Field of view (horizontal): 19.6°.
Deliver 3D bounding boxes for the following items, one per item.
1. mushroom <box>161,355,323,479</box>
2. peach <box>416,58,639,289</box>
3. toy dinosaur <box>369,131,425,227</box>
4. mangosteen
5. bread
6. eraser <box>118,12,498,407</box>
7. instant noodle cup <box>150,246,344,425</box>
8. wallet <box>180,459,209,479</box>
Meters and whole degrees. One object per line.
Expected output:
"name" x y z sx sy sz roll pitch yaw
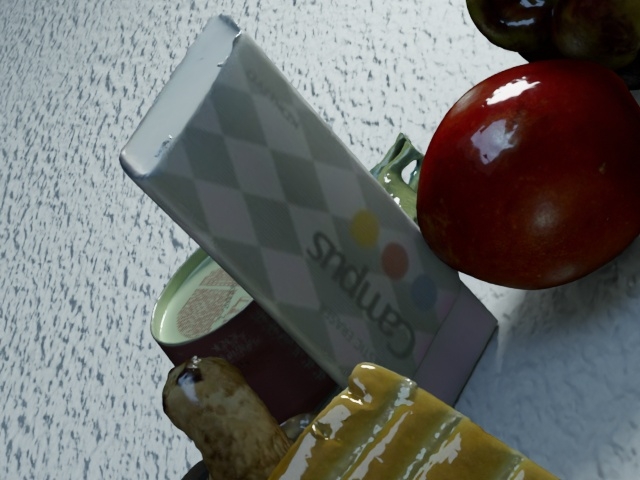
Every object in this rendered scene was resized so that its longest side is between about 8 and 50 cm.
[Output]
"mushroom" -0.040 0.256 1.605 0.267 0.254 0.267 -44 37 47
"peach" 0.194 -0.062 1.711 0.243 0.199 0.243 -18 18 6
"toy dinosaur" 0.077 -0.034 1.986 0.147 0.076 0.363 -51 20 0
"mangosteen" 0.271 -0.286 1.806 0.347 0.307 0.307 -21 9 -40
"bread" 0.054 0.252 1.439 0.239 0.111 0.246 33 75 21
"eraser" -0.001 0.000 1.682 0.082 0.397 0.213 -7 44 50
"instant noodle cup" -0.046 0.094 1.850 0.235 0.178 0.235 -32 27 19
"wallet" -0.164 0.345 1.795 0.309 0.042 0.165 -51 30 -16
